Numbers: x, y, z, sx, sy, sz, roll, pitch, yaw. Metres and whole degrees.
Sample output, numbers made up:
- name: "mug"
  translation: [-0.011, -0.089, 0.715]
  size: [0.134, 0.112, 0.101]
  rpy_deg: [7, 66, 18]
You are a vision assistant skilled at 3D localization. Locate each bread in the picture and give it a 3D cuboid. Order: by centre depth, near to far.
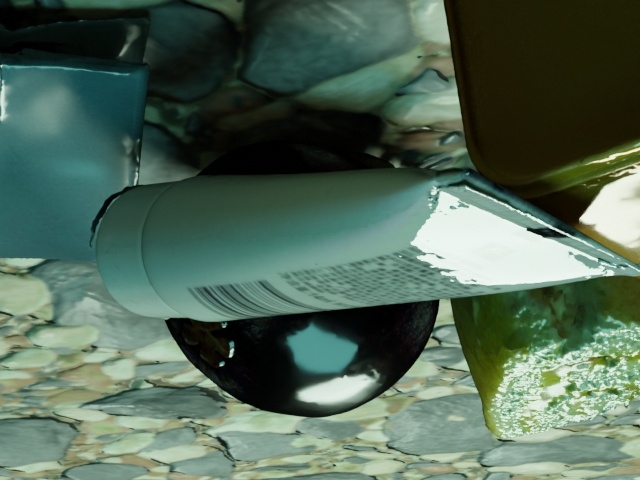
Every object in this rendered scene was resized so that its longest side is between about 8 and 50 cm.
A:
- name: "bread"
  translation: [0.110, 0.036, 0.924]
  size: [0.156, 0.103, 0.110]
  rpy_deg: [-33, 150, 35]

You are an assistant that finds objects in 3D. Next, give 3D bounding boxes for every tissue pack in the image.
- name: "tissue pack"
  translation: [0.191, -0.059, 0.681]
  size: [0.194, 0.145, 0.274]
  rpy_deg: [-18, 152, 31]

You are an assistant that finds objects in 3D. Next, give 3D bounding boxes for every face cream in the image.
- name: "face cream"
  translation: [0.000, 0.000, 0.670]
  size: [0.092, 0.058, 0.244]
  rpy_deg: [23, 164, -36]

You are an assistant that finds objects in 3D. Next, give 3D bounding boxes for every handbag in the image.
- name: "handbag"
  translation: [-0.184, -0.045, 0.752]
  size: [0.221, 0.057, 0.144]
  rpy_deg: [0, 151, -10]

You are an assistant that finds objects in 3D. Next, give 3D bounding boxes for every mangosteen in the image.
- name: "mangosteen"
  translation: [0.002, 0.010, 0.836]
  size: [0.151, 0.137, 0.137]
  rpy_deg: [-33, 171, -31]
